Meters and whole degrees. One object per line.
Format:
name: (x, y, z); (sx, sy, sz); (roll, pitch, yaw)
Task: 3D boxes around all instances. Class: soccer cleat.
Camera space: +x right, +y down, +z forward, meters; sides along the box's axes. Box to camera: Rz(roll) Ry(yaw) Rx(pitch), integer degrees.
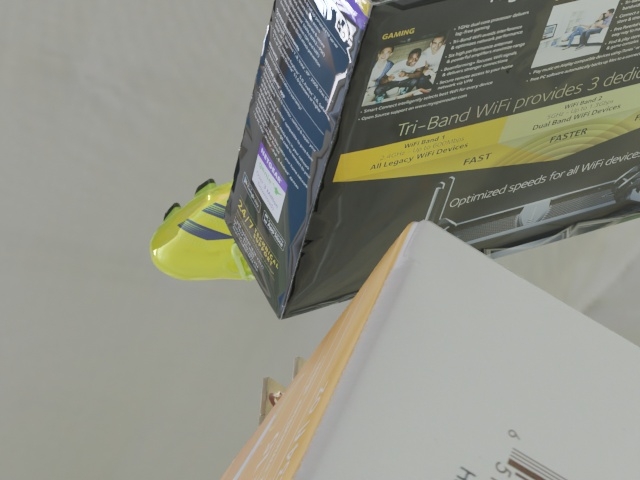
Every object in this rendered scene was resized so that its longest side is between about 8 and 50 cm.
soccer cleat: (0.000, -0.001, 1.430); (0.289, 0.121, 0.093); (-12, -26, 10)

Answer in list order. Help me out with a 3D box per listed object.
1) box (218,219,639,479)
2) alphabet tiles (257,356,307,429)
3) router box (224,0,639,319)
box: (0.000, 0.195, 0.654); (0.168, 0.215, 0.345); (31, -43, -3)
alphabet tiles: (0.019, 0.227, 1.661); (0.009, 0.198, 0.237); (-20, -40, 34)
router box: (0.116, -0.094, 0.958); (0.309, 0.081, 0.243); (-15, -34, -25)
